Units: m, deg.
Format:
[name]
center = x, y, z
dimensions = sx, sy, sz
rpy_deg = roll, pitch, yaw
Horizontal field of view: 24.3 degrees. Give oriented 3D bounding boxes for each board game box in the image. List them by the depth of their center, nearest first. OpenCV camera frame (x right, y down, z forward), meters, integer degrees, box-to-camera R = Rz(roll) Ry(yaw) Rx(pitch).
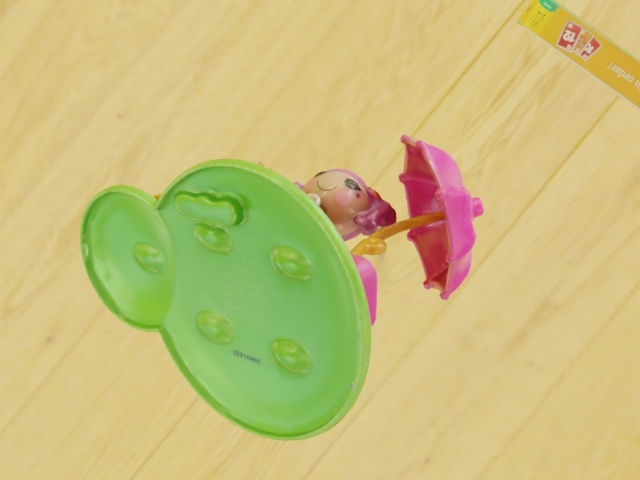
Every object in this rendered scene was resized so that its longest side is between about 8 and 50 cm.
[board game box]
center = 0.244, -0.116, 1.118
dimensions = 0.259, 0.124, 0.039
rpy_deg = 38, 103, 3

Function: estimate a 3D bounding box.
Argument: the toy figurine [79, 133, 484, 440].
[toy figurine]
center = 0.000, 0.000, 0.716
dimensions = 0.173, 0.159, 0.130
rpy_deg = 16, 117, 35
